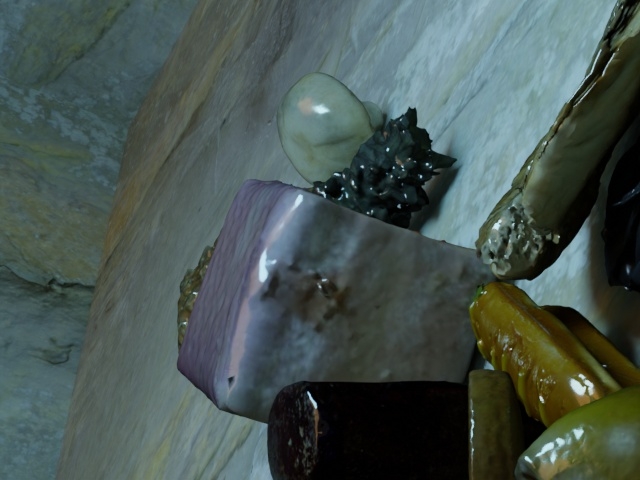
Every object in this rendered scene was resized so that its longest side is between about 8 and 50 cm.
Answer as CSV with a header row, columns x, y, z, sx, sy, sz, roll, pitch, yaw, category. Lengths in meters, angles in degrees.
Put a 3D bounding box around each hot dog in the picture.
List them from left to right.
x,y,z,sx,sy,sz,roll,pitch,yaw,category
0.186,0.099,1.401,0.269,0.115,0.072,-126,55,-69,hot dog

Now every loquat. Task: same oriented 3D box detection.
x,y,z,sx,sy,sz,roll,pitch,yaw,category
0.206,0.155,1.125,0.152,0.195,0.152,-172,90,-69,loquat

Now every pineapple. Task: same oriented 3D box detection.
x,y,z,sx,sy,sz,roll,pitch,yaw,category
0.000,0.000,2.074,0.362,0.202,0.202,-52,21,27,pineapple

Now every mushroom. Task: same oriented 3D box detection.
x,y,z,sx,sy,sz,roll,pitch,yaw,category
0.017,-0.137,2.325,0.154,0.122,0.154,48,152,37,mushroom

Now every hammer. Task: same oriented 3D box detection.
x,y,z,sx,sy,sz,roll,pitch,yaw,category
0.087,0.300,1.391,0.095,0.242,0.409,-28,59,53,hammer

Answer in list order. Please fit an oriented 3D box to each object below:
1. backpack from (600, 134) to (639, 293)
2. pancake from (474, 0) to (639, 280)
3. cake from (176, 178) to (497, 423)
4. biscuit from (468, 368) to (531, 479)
x,y,z,sx,sy,sz,roll,pitch,yaw,category
0.276,-0.051,1.319,0.258,0.133,0.206,121,167,-55,backpack
0.230,-0.125,1.468,0.382,0.071,0.382,-58,-7,-11,pancake
0.008,0.074,1.833,0.230,0.237,0.309,-68,14,1,cake
0.123,0.292,1.173,0.283,0.064,0.432,77,-166,-72,biscuit
